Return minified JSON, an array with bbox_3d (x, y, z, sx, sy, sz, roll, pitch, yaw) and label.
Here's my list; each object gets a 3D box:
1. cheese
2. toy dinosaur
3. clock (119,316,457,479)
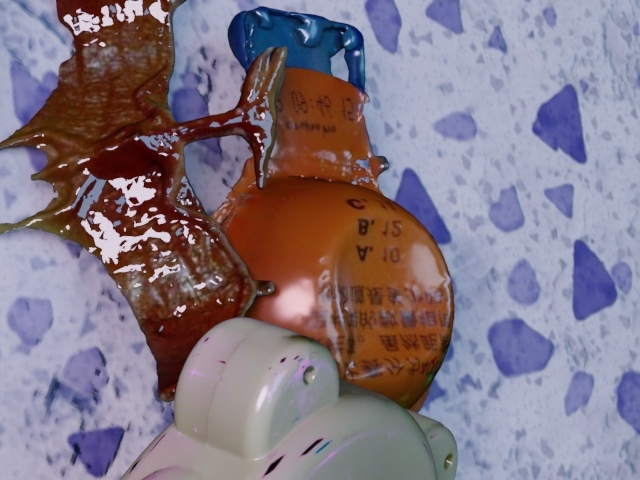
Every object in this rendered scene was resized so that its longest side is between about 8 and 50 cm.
[{"bbox_3d":[0.000,0.000,0.981,0.217,0.129,0.329,3,75,-38],"label":"cheese"},{"bbox_3d":[-0.120,-0.058,0.881,0.206,0.113,0.327,8,69,3],"label":"toy dinosaur"},{"bbox_3d":[-0.044,0.215,0.806,0.284,0.114,0.309,37,73,-52],"label":"clock"}]
